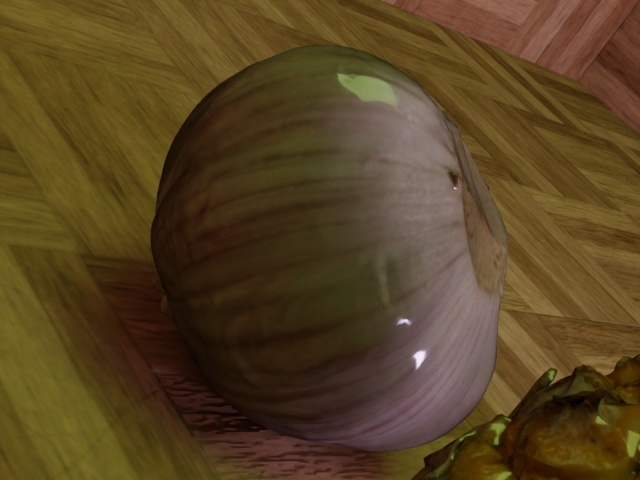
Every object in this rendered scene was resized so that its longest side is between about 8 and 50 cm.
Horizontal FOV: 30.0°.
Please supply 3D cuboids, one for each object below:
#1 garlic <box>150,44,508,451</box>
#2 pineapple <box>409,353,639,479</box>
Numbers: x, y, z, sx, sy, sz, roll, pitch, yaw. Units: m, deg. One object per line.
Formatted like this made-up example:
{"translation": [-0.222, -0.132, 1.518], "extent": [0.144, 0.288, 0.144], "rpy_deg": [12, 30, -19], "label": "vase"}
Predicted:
{"translation": [0.000, 0.000, 0.896], "extent": [0.317, 0.259, 0.317], "rpy_deg": [56, 19, -31], "label": "garlic"}
{"translation": [0.178, 0.223, 0.588], "extent": [0.352, 0.352, 0.300], "rpy_deg": [9, 37, -47], "label": "pineapple"}
